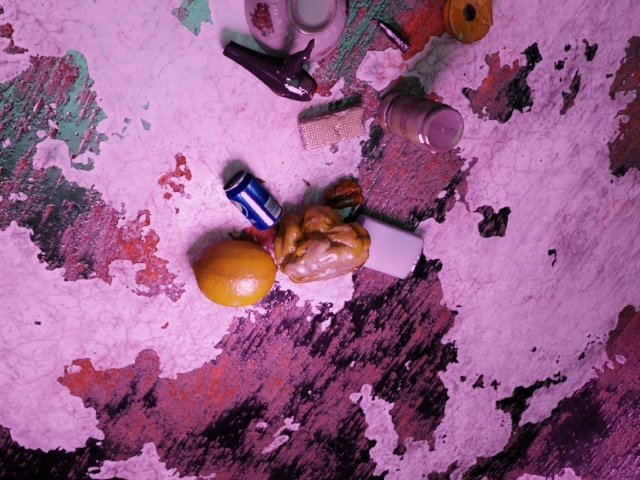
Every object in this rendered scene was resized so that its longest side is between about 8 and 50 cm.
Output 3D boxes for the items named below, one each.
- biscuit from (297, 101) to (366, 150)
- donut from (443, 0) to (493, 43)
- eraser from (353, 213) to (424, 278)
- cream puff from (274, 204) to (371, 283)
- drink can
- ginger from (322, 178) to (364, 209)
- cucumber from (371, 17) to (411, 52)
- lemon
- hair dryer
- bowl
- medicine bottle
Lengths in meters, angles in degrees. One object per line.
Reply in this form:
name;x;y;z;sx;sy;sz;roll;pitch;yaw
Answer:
biscuit;0.044;-0.387;1.745;0.239;0.062;0.108;-18;117;-12
donut;0.491;-0.765;1.736;0.174;0.074;0.190;-28;115;-5
eraser;0.241;0.028;1.975;0.290;0.104;0.189;19;110;-26
cream puff;0.002;-0.001;1.786;0.324;0.257;0.291;-27;165;29
drink can;-0.226;-0.134;1.727;0.118;0.118;0.205;-40;119;0
ginger;0.079;-0.162;1.849;0.162;0.073;0.103;-18;117;-11
cucumber;0.237;-0.686;1.700;0.163;0.043;0.039;35;60;-30
lemon;-0.284;0.114;1.751;0.263;0.236;0.236;-4;118;14
hair dryer;-0.108;-0.529;1.475;0.304;0.359;0.120;27;79;-19
bowl;-0.046;-0.691;1.525;0.337;0.157;0.337;-7;114;-16
medicine bottle;0.325;-0.394;1.693;0.151;0.322;0.151;-8;115;-18
